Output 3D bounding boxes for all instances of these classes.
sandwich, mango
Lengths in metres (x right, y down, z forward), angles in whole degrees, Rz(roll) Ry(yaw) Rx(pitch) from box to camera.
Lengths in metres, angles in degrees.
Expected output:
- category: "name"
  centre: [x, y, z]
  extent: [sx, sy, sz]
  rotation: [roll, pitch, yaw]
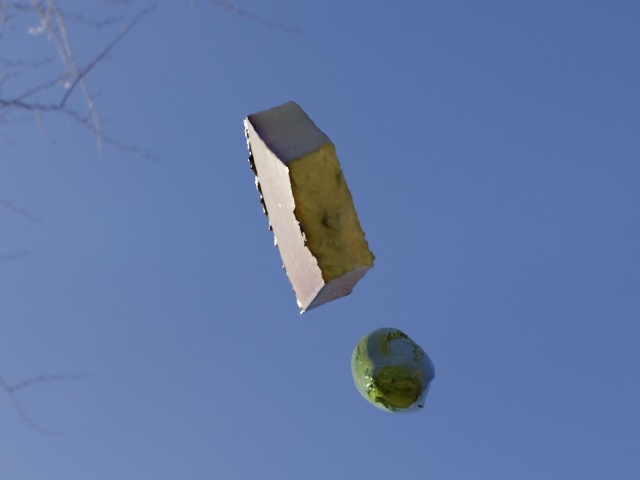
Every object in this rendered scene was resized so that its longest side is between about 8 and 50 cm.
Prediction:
- category: "sandwich"
  centre: [0.000, 0.000, 1.089]
  extent: [0.058, 0.162, 0.193]
  rotation: [-20, -62, -9]
- category: "mango"
  centre: [0.071, 0.139, 1.372]
  extent: [0.091, 0.165, 0.074]
  rotation: [30, -78, 4]
